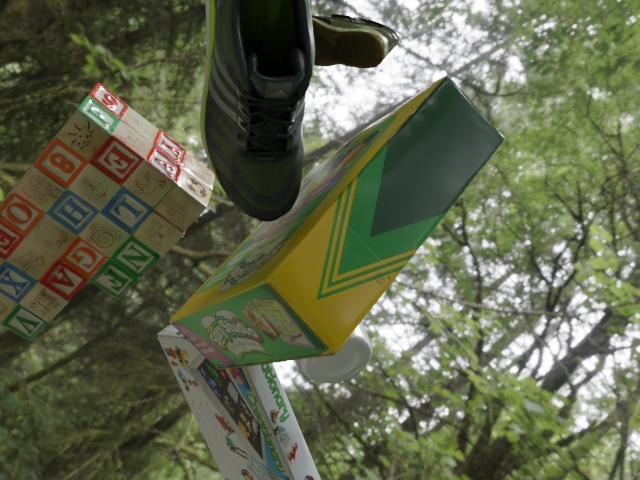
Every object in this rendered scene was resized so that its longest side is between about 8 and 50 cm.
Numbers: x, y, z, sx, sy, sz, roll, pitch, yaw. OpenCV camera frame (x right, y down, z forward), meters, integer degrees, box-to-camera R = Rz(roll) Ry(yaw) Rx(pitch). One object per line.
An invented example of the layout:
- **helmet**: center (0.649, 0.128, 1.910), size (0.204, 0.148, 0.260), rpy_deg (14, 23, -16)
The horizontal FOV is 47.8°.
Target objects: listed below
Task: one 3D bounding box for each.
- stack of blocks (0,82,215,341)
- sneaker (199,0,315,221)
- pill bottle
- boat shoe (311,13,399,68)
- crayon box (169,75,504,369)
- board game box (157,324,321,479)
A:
- **stack of blocks**: center (-0.286, -0.013, 0.851), size (0.171, 0.297, 0.087), rpy_deg (39, 23, -21)
- **sneaker**: center (-0.058, -0.142, 0.677), size (0.121, 0.111, 0.300), rpy_deg (-116, -161, -54)
- **pill bottle**: center (0.003, 0.157, 1.551), size (0.272, 0.152, 0.152), rpy_deg (-110, -174, -47)
- **boat shoe**: center (0.022, -0.227, 0.818), size (0.152, 0.049, 0.056), rpy_deg (25, -47, 35)
- **crayon box**: center (0.000, 0.000, 0.855), size (0.106, 0.313, 0.363), rpy_deg (45, -25, -10)
- **board game box**: center (-0.121, 0.267, 1.106), size (0.193, 0.053, 0.305), rpy_deg (-1, -64, 43)
